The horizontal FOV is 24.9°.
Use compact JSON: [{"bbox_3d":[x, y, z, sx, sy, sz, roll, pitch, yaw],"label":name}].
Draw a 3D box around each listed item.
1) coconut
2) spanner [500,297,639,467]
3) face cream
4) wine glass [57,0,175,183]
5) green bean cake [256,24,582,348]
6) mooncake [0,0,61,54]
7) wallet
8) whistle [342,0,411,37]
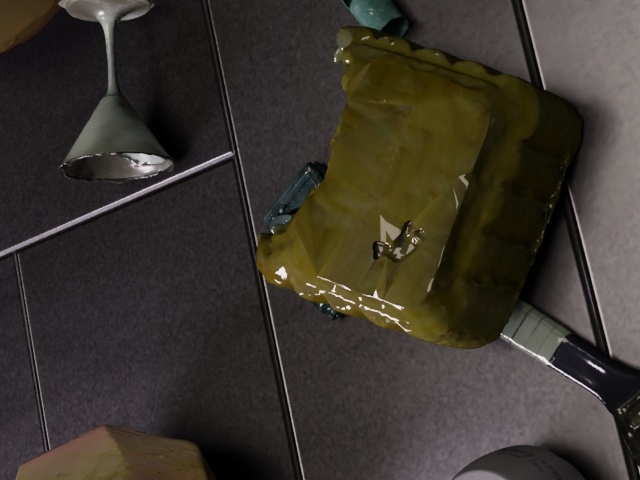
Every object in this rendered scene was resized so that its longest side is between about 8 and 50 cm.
[{"bbox_3d":[-0.197,0.305,1.346,0.259,0.259,0.259,-3,86,37],"label":"coconut"},{"bbox_3d":[0.190,0.092,1.188,0.316,0.024,0.087,32,110,34],"label":"spanner"},{"bbox_3d":[0.155,0.223,1.153,0.117,0.104,0.117,-2,87,38],"label":"face cream"},{"bbox_3d":[-0.209,-0.157,1.451,0.122,0.122,0.182,-11,79,36],"label":"wine glass"},{"bbox_3d":[0.069,-0.047,1.207,0.233,0.124,0.236,22,94,34],"label":"green bean cake"},{"bbox_3d":[-0.395,-0.382,1.523,0.394,0.246,0.393,29,96,40],"label":"mooncake"},{"bbox_3d":[0.000,0.000,1.334,0.088,0.026,0.129,-49,61,25],"label":"wallet"},{"bbox_3d":[0.016,-0.253,1.330,0.039,0.039,0.186,-48,61,25],"label":"whistle"}]
